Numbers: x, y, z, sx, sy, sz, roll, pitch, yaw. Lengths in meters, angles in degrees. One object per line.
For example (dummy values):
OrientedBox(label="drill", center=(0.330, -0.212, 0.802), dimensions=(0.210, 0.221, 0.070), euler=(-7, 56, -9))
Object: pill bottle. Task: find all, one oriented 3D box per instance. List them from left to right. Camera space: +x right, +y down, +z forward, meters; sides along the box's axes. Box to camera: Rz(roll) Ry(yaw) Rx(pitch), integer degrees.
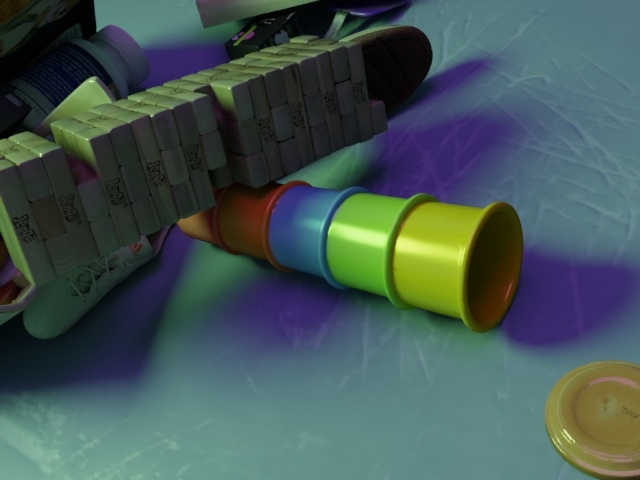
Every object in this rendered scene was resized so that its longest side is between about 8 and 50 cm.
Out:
OrientedBox(label="pill bottle", center=(-0.313, -0.190, 0.926), dimensions=(0.112, 0.112, 0.187), euler=(18, 55, 38))

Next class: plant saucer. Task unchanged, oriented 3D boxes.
OrientedBox(label="plant saucer", center=(0.182, 0.108, 0.449), dimensions=(0.083, 0.013, 0.083), euler=(-13, 42, 12))

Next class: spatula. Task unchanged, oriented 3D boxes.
OrientedBox(label="spatula", center=(-0.002, -0.244, 0.904), dimensions=(0.084, 0.030, 0.296), euler=(24, 58, 38))

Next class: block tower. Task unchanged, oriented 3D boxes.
OrientedBox(label="block tower", center=(-0.102, -0.084, 0.602), dimensions=(0.335, 0.097, 0.091), euler=(-26, 29, -29))

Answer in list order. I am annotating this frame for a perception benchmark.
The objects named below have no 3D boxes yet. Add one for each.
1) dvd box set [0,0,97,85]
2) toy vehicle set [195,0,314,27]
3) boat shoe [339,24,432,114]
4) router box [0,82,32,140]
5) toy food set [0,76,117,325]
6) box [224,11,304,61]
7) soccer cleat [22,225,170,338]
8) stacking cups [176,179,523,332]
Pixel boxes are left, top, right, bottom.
OrientedBox(label="dvd box set", center=(-0.437, -0.177, 0.838), dimensions=(0.420, 0.062, 0.307), euler=(-47, 5, -17))
OrientedBox(label="toy vehicle set", center=(-0.028, -0.345, 0.969), dimensions=(0.266, 0.035, 0.166), euler=(-14, 25, 1))
OrientedBox(label="boat shoe", center=(-0.008, -0.158, 0.769), dimensions=(0.257, 0.095, 0.095), euler=(-29, 34, -7))
OrientedBox(label="router box", center=(-0.420, -0.027, 0.684), dimensions=(0.243, 0.081, 0.309), euler=(-45, 18, 17))
OrientedBox(label="toy food set", center=(-0.319, -0.014, 0.688), dimensions=(0.219, 0.092, 0.306), euler=(-29, 34, 34))
OrientedBox(label="box", center=(-0.068, -0.248, 0.923), dimensions=(0.062, 0.052, 0.083), euler=(15, 52, 36))
OrientedBox(label="soccer cleat", center=(-0.204, 0.014, 0.691), dimensions=(0.076, 0.068, 0.196), euler=(8, 46, 27))
OrientedBox(label="stacking cups", center=(0.000, 0.000, 0.602), dimensions=(0.316, 0.096, 0.096), euler=(9, 49, 37))
